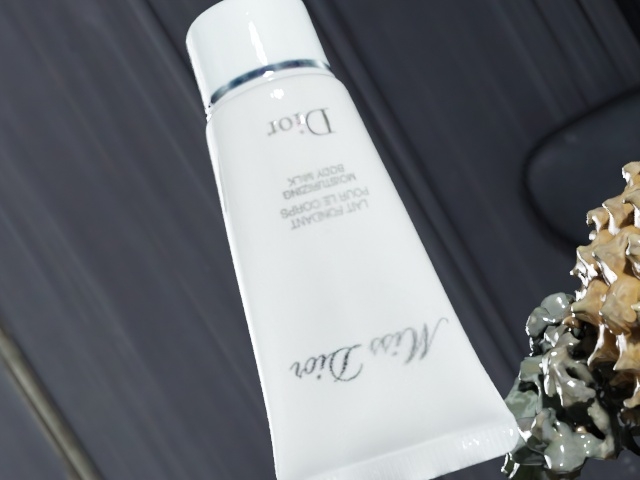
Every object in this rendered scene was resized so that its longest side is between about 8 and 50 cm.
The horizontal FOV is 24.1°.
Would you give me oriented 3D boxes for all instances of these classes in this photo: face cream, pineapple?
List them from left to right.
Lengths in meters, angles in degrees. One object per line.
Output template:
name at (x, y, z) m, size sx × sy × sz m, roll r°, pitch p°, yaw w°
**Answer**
face cream at (0.000, 0.000, 0.903) m, size 0.143 × 0.314 × 0.089 m, roll -17°, pitch -16°, yaw -9°
pineapple at (0.232, 0.061, 0.983) m, size 0.357 × 0.223 × 0.223 m, roll -43°, pitch -1°, yaw 39°
